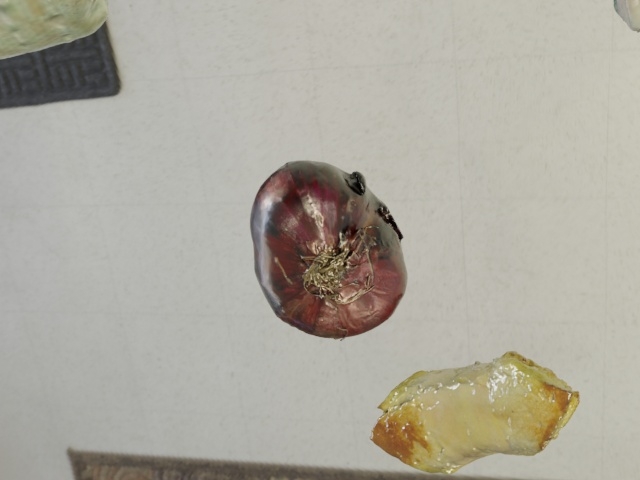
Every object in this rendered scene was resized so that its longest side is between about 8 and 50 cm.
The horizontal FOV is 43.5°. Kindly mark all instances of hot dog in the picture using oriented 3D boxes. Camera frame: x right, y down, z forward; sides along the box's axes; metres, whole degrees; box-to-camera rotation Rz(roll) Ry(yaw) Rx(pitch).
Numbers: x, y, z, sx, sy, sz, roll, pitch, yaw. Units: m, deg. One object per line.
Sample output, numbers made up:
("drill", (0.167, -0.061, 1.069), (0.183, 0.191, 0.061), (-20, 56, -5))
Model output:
("hot dog", (0.116, 0.126, 0.590), (0.169, 0.061, 0.078), (-18, 90, 36))

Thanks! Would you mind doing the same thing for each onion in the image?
("onion", (0.001, 0.008, 1.158), (0.221, 0.281, 0.281), (-27, 103, 7))

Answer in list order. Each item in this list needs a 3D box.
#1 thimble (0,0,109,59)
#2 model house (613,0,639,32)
("thimble", (-0.333, -0.321, 0.765), (0.195, 0.291, 0.292), (-20, 108, -7))
("model house", (0.215, -0.198, 0.488), (0.100, 0.088, 0.100), (-24, 115, 23))
